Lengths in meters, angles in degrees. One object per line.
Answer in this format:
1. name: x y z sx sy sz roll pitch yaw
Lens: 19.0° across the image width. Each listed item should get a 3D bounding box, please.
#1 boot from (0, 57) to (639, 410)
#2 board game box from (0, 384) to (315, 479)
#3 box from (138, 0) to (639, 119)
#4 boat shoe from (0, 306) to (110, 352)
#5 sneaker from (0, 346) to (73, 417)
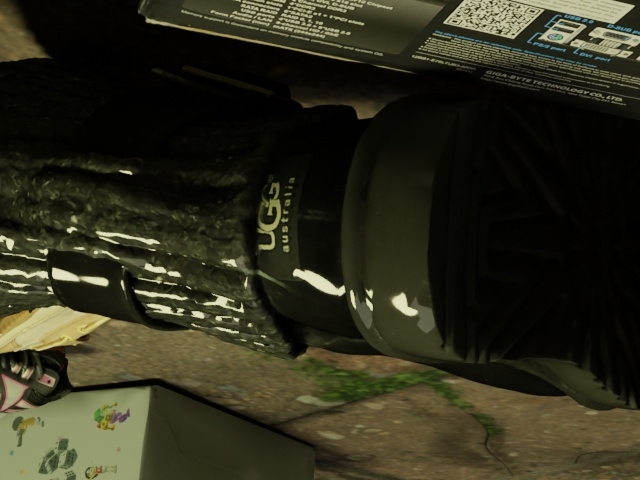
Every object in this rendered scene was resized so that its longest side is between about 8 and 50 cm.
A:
1. boot: 0.000 -0.004 0.854 0.260 0.131 0.348 2 171 29
2. board game box: -0.191 0.194 1.522 0.303 0.097 0.224 -8 157 33
3. box: 0.119 -0.123 0.582 0.295 0.073 0.293 10 159 -15
4. boat shoe: -0.142 0.033 1.021 0.059 0.063 0.170 19 159 -27
5. sneaker: -0.207 0.071 1.240 0.077 0.072 0.178 -9 168 3
